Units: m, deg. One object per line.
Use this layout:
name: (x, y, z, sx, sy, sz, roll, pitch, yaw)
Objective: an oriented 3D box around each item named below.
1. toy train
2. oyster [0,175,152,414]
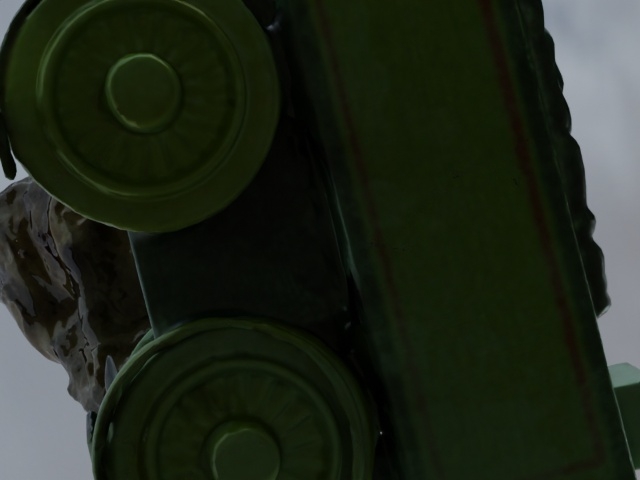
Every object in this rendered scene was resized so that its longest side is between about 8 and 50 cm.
toy train: (0.000, 0.000, 0.471, 0.188, 0.159, 0.271, -14, -89, -4)
oyster: (-0.065, 0.080, 0.688, 0.079, 0.345, 0.128, -16, -40, -52)
